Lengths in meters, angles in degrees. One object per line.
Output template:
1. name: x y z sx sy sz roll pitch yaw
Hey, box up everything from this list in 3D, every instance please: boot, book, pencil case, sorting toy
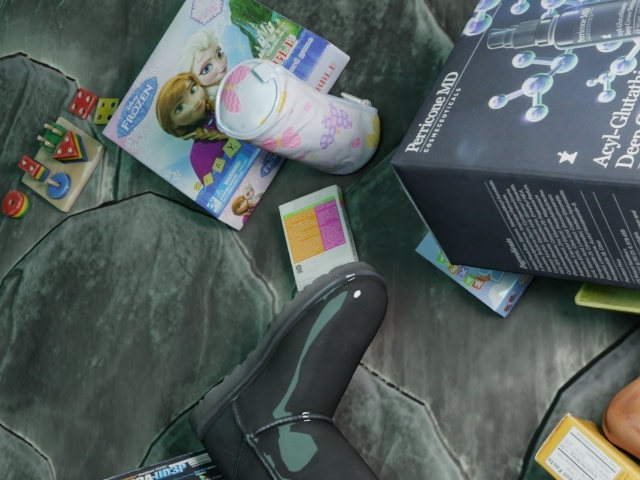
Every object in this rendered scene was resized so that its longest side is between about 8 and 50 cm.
1. boot: 0.050 0.300 1.761 0.367 0.146 0.445 -49 51 19
2. book: 0.000 0.000 1.980 0.096 0.035 0.144 -23 62 21
3. pencil case: -0.027 -0.172 1.915 0.124 0.273 0.113 -35 63 27
4. sorting toy: -0.445 -0.144 2.316 0.132 0.046 0.274 33 92 37

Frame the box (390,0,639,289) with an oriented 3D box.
1. box: 0.338 -0.122 1.608 0.396 0.212 0.293 7 56 37

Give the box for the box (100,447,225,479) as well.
1. box: -0.205 0.388 1.864 0.175 0.220 0.051 52 142 35

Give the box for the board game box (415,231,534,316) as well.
1. board game box: 0.248 -0.027 1.821 0.160 0.039 0.211 39 96 37

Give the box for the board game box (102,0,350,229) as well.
1. board game box: -0.157 -0.227 2.144 0.318 0.066 0.318 34 93 37

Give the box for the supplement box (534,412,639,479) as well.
1. supplement box: 0.365 0.306 1.597 0.080 0.078 0.233 -52 53 10

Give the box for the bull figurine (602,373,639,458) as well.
1. bull figurine: 0.468 0.234 1.543 0.310 0.101 0.188 33 88 35

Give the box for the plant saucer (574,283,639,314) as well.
1. plant saucer: 0.428 0.026 1.634 0.188 0.045 0.188 6 54 50
